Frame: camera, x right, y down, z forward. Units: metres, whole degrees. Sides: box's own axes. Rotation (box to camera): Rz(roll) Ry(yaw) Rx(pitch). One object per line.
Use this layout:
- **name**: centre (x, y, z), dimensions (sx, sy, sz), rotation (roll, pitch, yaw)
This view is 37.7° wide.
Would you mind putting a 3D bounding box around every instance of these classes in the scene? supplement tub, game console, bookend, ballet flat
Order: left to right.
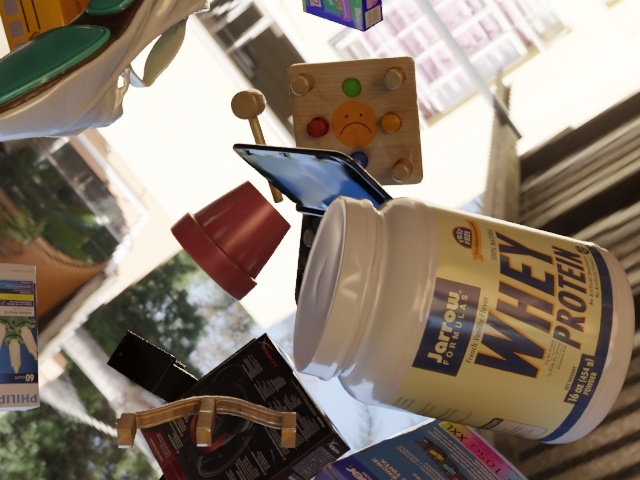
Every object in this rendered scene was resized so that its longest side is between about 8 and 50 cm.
- **ballet flat**: centre (-0.246, -0.210, 1.078), dimensions (0.139, 0.139, 0.400), rotation (-22, -153, 51)
- **bookend**: centre (-0.271, 0.245, 1.670), dimensions (0.157, 0.156, 0.072), rotation (19, -107, 47)
- **game console**: centre (0.000, 0.000, 1.315), dimensions (0.173, 0.250, 0.293), rotation (3, -174, -34)
- **supplement tub**: centre (0.151, 0.084, 1.045), dimensions (0.235, 0.324, 0.236), rotation (-166, -90, -79)

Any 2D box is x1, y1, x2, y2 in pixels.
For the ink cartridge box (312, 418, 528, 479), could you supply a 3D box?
- **ink cartridge box**: centre (0.047, 0.356, 0.999), dimensions (0.270, 0.151, 0.395), rotation (-58, 154, 16)

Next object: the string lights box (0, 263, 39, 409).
- **string lights box**: centre (-0.584, 0.175, 1.682), dimensions (0.133, 0.260, 0.076), rotation (5, 163, -41)

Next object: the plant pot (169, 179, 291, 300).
- **plant pot**: centre (-0.164, -0.013, 1.842), dimensions (0.180, 0.201, 0.201), rotation (-44, -167, -1)

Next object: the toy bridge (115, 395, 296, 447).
- **toy bridge**: centre (-0.119, 0.187, 0.973), dimensions (0.188, 0.026, 0.063), rotation (0, -156, 0)

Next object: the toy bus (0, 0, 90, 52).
- **toy bus**: centre (-0.428, -0.367, 1.466), dimensions (0.130, 0.333, 0.108), rotation (-10, -171, 20)

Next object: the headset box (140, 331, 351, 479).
- **headset box**: centre (-0.136, 0.328, 1.511), dimensions (0.293, 0.110, 0.218), rotation (-37, -123, -2)

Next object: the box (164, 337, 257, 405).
- **box**: centre (-0.168, 0.336, 1.830), dimensions (0.247, 0.142, 0.163), rotation (-36, 150, -6)

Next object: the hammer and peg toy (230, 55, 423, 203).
- **hammer and peg toy**: centre (0.019, -0.222, 1.862), dimensions (0.361, 0.266, 0.127), rotation (-2, -162, 15)

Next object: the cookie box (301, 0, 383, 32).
- **cookie box**: centre (0.023, -0.315, 1.146), dimensions (0.040, 0.092, 0.107), rotation (-35, -134, -31)
